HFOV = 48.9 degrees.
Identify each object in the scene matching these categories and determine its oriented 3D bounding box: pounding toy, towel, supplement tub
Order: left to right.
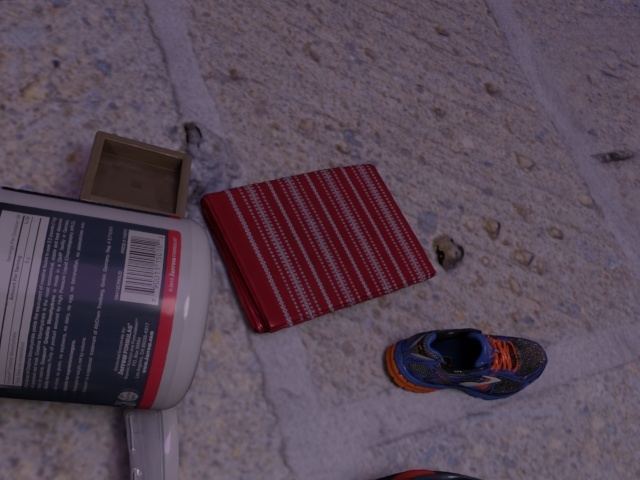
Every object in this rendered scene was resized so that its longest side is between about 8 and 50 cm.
[{"bbox_3d":[-0.252,0.053,0.658,0.272,0.191,0.191,10,58,-18],"label":"supplement tub"},{"bbox_3d":[-0.226,-0.032,0.793,0.130,0.100,0.141,13,46,-18],"label":"pounding toy"},{"bbox_3d":[0.000,0.000,0.907,0.275,0.031,0.198,-14,67,-33],"label":"towel"}]

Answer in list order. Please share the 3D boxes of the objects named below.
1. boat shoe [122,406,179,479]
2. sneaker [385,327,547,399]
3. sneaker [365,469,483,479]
[{"bbox_3d":[-0.166,0.242,0.669,0.063,0.066,0.184,0,62,-13],"label":"boat shoe"},{"bbox_3d":[0.195,0.149,0.874,0.221,0.087,0.083,2,62,-24],"label":"sneaker"},{"bbox_3d":[0.201,0.325,0.735,0.350,0.148,0.131,17,56,-16],"label":"sneaker"}]
